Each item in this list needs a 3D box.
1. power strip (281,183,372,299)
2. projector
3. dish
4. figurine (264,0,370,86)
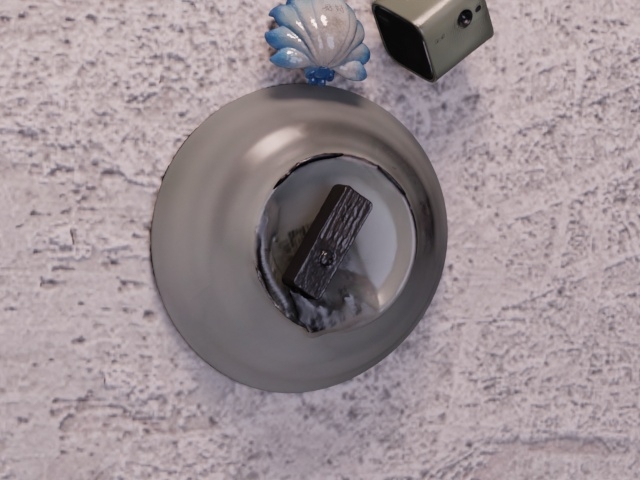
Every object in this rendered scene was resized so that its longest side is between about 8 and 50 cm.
[{"bbox_3d":[0.007,0.002,1.808,0.038,0.029,0.111,33,80,-24],"label":"power strip"},{"bbox_3d":[0.111,-0.218,1.919,0.082,0.083,0.083,-39,137,-17],"label":"projector"},{"bbox_3d":[0.000,0.000,1.878,0.316,0.106,0.316,-2,94,-23],"label":"dish"},{"bbox_3d":[-0.002,-0.205,1.892,0.114,0.079,0.114,8,54,-12],"label":"figurine"}]
